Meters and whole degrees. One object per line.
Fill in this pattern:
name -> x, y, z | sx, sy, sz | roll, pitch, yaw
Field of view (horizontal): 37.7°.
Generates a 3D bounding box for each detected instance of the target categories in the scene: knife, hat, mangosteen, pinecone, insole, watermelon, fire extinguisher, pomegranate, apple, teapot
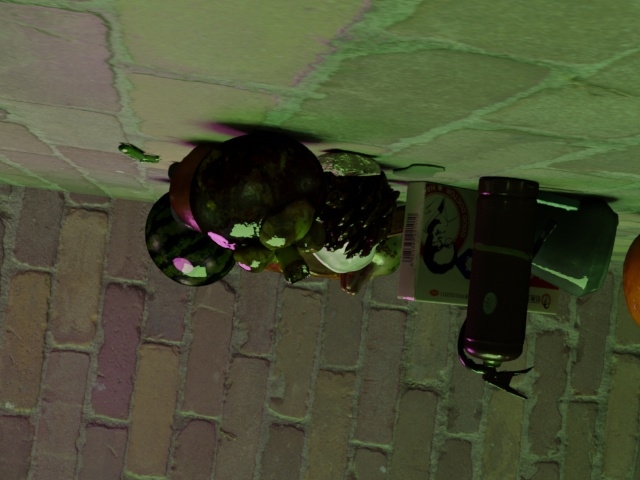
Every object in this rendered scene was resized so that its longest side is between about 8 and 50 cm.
knife -> -0.327, -0.156, 1.714 | 0.054, 0.015, 0.212 | 6, 179, 2
hat -> 0.070, -0.036, 2.031 | 0.203, 0.203, 0.126 | 8, 160, -30
mangosteen -> -0.075, -0.037, 1.274 | 0.192, 0.217, 0.192 | -17, 165, -5
pinecone -> 0.044, -0.055, 1.515 | 0.173, 0.173, 0.173 | 7, 179, 0
insole -> 0.154, -0.110, 1.499 | 0.065, 0.004, 0.197 | 7, 179, -5
watermelon -> -0.326, -0.014, 2.415 | 0.269, 0.269, 0.269 | 7, 179, 0
fire extinguisher -> 0.297, 0.076, 1.488 | 0.141, 0.341, 0.105 | 5, 179, 8
pomegranate -> 0.097, 0.025, 2.226 | 0.214, 0.248, 0.214 | 14, 150, 8
apple -> -0.159, -0.080, 1.497 | 0.156, 0.147, 0.158 | 29, 174, -10
teapot -> 0.385, -0.013, 1.615 | 0.225, 0.171, 0.203 | 13, 148, 8

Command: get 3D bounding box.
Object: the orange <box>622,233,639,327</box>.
orange -> 0.696, 0.073, 1.741 | 0.261, 0.261, 0.261 | 7, 179, 0

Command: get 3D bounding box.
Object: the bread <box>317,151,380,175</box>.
bread -> 0.041, -0.111, 1.390 | 0.083, 0.035, 0.070 | 4, -179, -26

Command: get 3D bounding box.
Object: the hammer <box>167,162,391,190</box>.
hammer -> -0.076, -0.108, 1.871 | 0.440, 0.044, 0.168 | 7, 178, 17

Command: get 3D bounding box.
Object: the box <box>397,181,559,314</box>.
box -> 0.309, 0.019, 1.758 | 0.353, 0.214, 0.069 | 7, 177, -29

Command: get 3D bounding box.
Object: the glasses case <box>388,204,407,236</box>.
glasses case -> 0.192, -0.045, 1.768 | 0.218, 0.049, 0.075 | -13, -170, -31

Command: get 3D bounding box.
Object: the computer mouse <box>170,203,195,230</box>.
computer mouse -> -0.264, -0.099, 2.030 | 0.113, 0.068, 0.229 | 27, -155, -16

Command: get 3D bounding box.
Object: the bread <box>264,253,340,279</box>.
bread -> 0.000, 0.000, 2.531 | 0.279, 0.207, 0.279 | 9, 176, -26
